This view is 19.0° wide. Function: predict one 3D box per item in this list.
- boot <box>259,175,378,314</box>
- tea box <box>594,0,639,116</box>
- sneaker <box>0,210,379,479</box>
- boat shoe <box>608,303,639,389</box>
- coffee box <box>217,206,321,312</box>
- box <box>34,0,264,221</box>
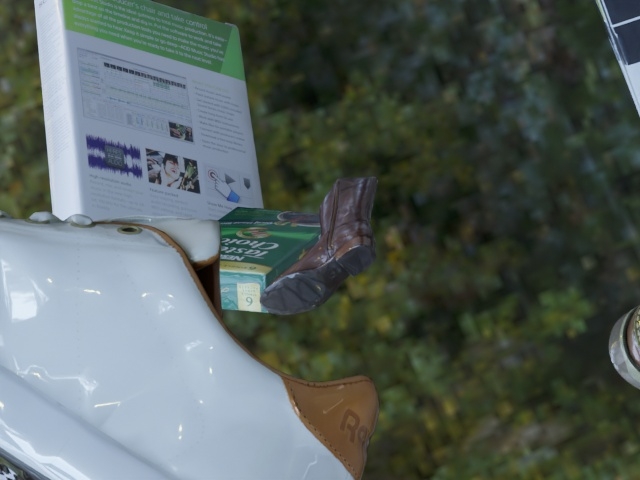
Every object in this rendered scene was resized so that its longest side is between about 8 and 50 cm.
[{"bbox_3d":[0.000,0.000,1.496,0.037,0.106,0.114,54,-161,-29],"label":"boot"},{"bbox_3d":[0.326,-0.299,1.372,0.220,0.329,0.323,-97,-16,-53],"label":"tea box"},{"bbox_3d":[-0.110,0.025,0.728,0.290,0.123,0.106,31,160,8],"label":"sneaker"},{"bbox_3d":[0.418,0.131,1.745,0.104,0.307,0.110,134,150,-58],"label":"boat shoe"},{"bbox_3d":[-0.063,0.015,1.745,0.184,0.113,0.040,-37,-51,-61],"label":"coffee box"},{"bbox_3d":[-0.168,-0.098,1.932,0.058,0.232,0.322,-32,56,42],"label":"box"}]
